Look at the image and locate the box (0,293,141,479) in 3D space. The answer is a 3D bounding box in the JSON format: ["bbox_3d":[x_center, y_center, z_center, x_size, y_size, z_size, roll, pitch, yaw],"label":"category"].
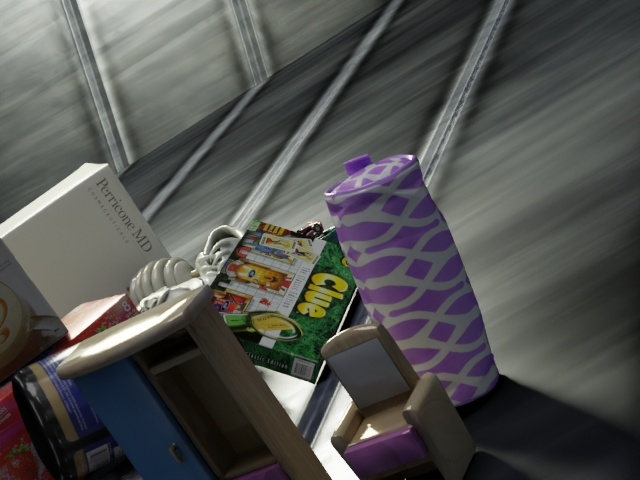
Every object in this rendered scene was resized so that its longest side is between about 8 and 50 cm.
[{"bbox_3d":[-0.288,0.185,1.577,0.257,0.128,0.122,-42,16,-34],"label":"box"}]

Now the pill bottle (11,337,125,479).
[{"bbox_3d":[-0.185,0.144,1.460,0.219,0.123,0.123,-24,10,-20],"label":"pill bottle"}]

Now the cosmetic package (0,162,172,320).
[{"bbox_3d":[-0.400,0.083,2.015,0.385,0.217,0.156,-38,14,-12],"label":"cosmetic package"}]

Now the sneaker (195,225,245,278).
[{"bbox_3d":[-0.110,0.050,1.713,0.094,0.091,0.258,-33,15,2],"label":"sneaker"}]

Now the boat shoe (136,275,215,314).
[{"bbox_3d":[-0.174,0.096,1.654,0.076,0.083,0.226,6,-22,-21],"label":"boat shoe"}]

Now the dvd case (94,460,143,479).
[{"bbox_3d":[-0.235,0.273,1.382,0.221,0.018,0.164,-31,14,8],"label":"dvd case"}]

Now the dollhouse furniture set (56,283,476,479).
[{"bbox_3d":[-0.097,0.188,0.979,0.286,0.198,0.303,-25,16,32],"label":"dollhouse furniture set"}]

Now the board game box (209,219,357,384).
[{"bbox_3d":[-0.039,0.056,1.488,0.260,0.136,0.030,-64,-8,-64],"label":"board game box"}]

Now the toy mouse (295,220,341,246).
[{"bbox_3d":[0.000,0.000,1.768,0.143,0.031,0.161,-39,14,-23],"label":"toy mouse"}]

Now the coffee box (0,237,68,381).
[{"bbox_3d":[-0.408,0.109,1.537,0.246,0.141,0.098,-36,12,-10],"label":"coffee box"}]

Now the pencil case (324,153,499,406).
[{"bbox_3d":[0.072,0.035,1.131,0.086,0.206,0.088,-19,12,4],"label":"pencil case"}]

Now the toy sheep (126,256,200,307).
[{"bbox_3d":[-0.199,0.065,1.892,0.132,0.091,0.091,-21,17,23],"label":"toy sheep"}]
